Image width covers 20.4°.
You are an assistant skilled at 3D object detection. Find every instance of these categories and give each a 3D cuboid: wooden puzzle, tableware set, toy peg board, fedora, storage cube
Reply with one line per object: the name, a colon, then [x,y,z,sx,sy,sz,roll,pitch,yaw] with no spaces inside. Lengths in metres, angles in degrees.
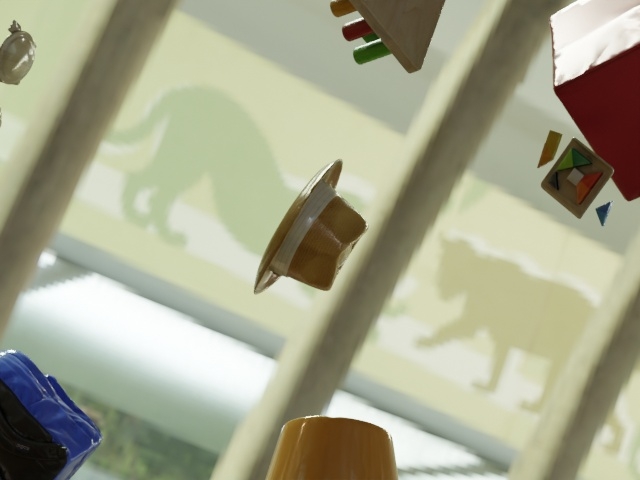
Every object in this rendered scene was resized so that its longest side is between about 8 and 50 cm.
wooden puzzle: [0.291,-0.072,2.028,0.116,0.078,0.014,35,17,33]
tableware set: [-0.384,-0.173,1.993,0.020,0.169,0.141,24,4,26]
toy peg board: [0.056,-0.287,1.987,0.079,0.161,0.160,-16,-51,37]
fedora: [0.000,0.000,1.981,0.079,0.194,0.194,32,-15,7]
storage cube: [0.397,-0.199,2.099,0.193,0.184,0.215,-27,-61,22]

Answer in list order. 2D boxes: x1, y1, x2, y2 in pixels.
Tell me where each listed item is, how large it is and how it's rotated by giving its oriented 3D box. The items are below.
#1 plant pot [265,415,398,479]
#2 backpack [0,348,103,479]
plant pot: [0.010,0.305,2.001,0.205,0.188,0.205,4,-23,2]
backpack: [-0.244,0.149,1.412,0.120,0.098,0.101,44,19,8]
